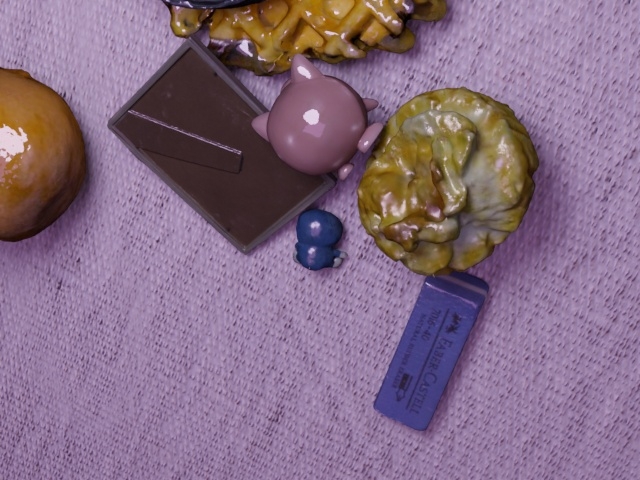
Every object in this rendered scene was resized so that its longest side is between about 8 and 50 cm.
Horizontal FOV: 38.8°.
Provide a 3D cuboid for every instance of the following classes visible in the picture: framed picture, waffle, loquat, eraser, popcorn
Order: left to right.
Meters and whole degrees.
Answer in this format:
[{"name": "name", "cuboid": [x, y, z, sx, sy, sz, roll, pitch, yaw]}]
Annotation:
[{"name": "loquat", "cuboid": [-0.421, -0.111, 1.196, 0.238, 0.193, 0.238, 0, 94, -5]}, {"name": "framed picture", "cuboid": [-0.129, -0.112, 1.164, 0.260, 0.023, 0.189, 44, 124, -12]}, {"name": "waffle", "cuboid": [-0.035, -0.385, 1.057, 0.382, 0.095, 0.379, 2, 112, 17]}, {"name": "eraser", "cuboid": [0.145, 0.143, 1.206, 0.082, 0.036, 0.225, 24, 111, 9]}, {"name": "popcorn", "cuboid": [0.144, -0.069, 1.061, 0.204, 0.184, 0.221, 49, 119, 41]}]

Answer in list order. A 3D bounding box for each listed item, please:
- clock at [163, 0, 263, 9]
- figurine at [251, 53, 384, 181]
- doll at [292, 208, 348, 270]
[{"name": "clock", "cuboid": [-0.130, -0.411, 1.002, 0.313, 0.061, 0.312, 6, 111, 17]}, {"name": "figurine", "cuboid": [-0.003, -0.139, 1.073, 0.138, 0.125, 0.125, 38, 112, 4]}, {"name": "doll", "cuboid": [0.000, 0.000, 1.195, 0.076, 0.050, 0.083, 9, 107, 8]}]
